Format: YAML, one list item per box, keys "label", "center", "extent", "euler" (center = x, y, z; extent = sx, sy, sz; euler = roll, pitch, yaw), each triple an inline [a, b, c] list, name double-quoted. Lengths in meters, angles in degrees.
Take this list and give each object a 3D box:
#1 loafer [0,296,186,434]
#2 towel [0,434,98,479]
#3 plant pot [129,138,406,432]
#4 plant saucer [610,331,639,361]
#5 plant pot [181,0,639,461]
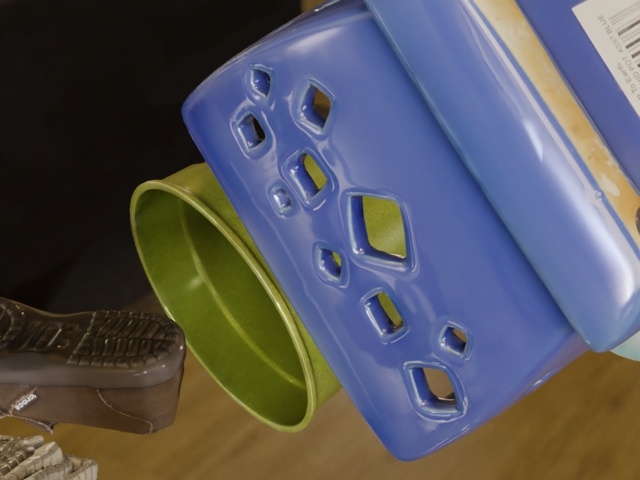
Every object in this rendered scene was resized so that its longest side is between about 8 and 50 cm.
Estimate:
- label: "loafer"
  center: [-0.307, 0.148, 1.312]
  extent: [0.365, 0.130, 0.134]
  euler: [4, 32, 22]
- label: "towel"
  center: [-0.255, 0.276, 0.917]
  extent: [0.121, 0.235, 0.283]
  euler: [5, 3, 4]
- label: "plant pot"
  center: [0.000, 0.000, 1.663]
  extent: [0.353, 0.367, 0.366]
  euler: [-34, 36, -26]
- label: "plant saucer"
  center: [0.340, 0.040, 1.218]
  extent: [0.194, 0.037, 0.195]
  euler: [-10, 38, 8]
- label: "plant pot"
  center: [0.106, -0.056, 0.645]
  extent: [0.236, 0.236, 0.212]
  euler: [-31, -2, -32]
